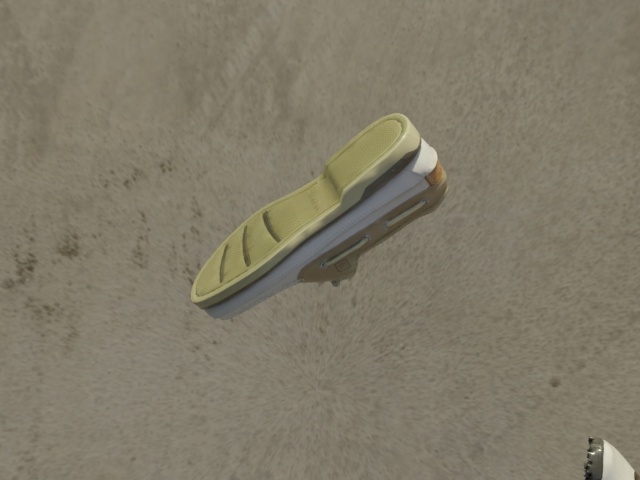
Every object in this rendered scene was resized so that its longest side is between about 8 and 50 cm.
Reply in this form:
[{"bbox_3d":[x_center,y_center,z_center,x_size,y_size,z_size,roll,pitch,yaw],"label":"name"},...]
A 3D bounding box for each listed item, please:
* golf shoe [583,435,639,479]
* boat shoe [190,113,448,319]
[{"bbox_3d":[0.338,0.273,0.909,0.094,0.077,0.198,-16,121,30],"label":"golf shoe"},{"bbox_3d":[0.000,0.000,0.921,0.302,0.113,0.103,-36,121,16],"label":"boat shoe"}]
